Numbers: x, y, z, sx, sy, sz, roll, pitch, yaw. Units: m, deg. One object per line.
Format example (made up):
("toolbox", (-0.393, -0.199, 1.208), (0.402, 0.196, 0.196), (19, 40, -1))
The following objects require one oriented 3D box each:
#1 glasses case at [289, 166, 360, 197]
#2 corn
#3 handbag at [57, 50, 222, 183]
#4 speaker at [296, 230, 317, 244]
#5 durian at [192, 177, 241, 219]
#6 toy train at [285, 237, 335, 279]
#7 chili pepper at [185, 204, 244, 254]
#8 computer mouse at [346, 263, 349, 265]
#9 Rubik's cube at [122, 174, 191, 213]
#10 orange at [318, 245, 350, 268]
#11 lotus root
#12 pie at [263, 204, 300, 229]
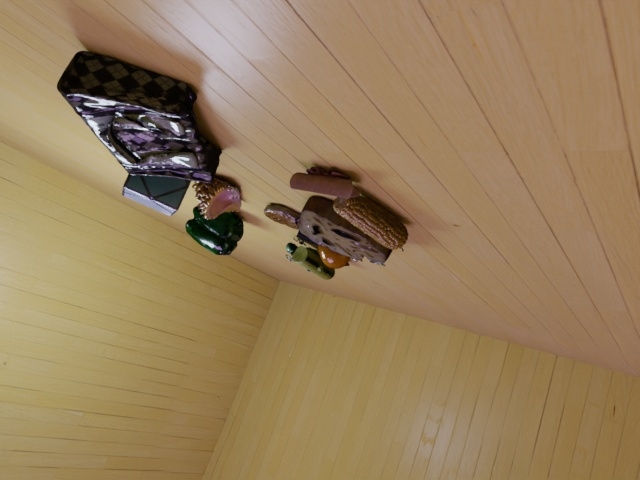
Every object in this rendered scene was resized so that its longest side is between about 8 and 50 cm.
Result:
("glasses case", (0.023, -0.170, 1.282), (0.193, 0.070, 0.102), (13, -167, 25))
("corn", (0.166, -0.062, 1.397), (0.310, 0.101, 0.101), (32, 164, -33))
("handbag", (-0.455, -0.307, 1.245), (0.316, 0.180, 0.416), (11, 162, 5))
("speaker", (0.000, 0.000, 2.053), (0.218, 0.044, 0.082), (22, 167, -6))
("durian", (-0.443, -0.196, 1.843), (0.195, 0.185, 0.305), (43, 177, 5))
("toy train", (-0.044, 0.093, 2.314), (0.189, 0.126, 0.307), (18, 168, 43))
("chili pepper", (-0.524, -0.059, 2.252), (0.256, 0.233, 0.248), (25, 164, 11))
("computer mouse", (0.081, 0.102, 2.318), (0.105, 0.062, 0.192), (13, 164, 34))
("Rubik's cube", (-0.598, -0.228, 1.685), (0.205, 0.205, 0.207), (26, 166, -22))
("orange", (0.064, 0.041, 1.892), (0.136, 0.159, 0.159), (-24, 157, 6))
("lotus root", (0.078, -0.036, 1.644), (0.390, 0.111, 0.375), (11, 163, 47))
("pie", (-0.147, -0.096, 1.882), (0.195, 0.046, 0.195), (19, 166, 5))
